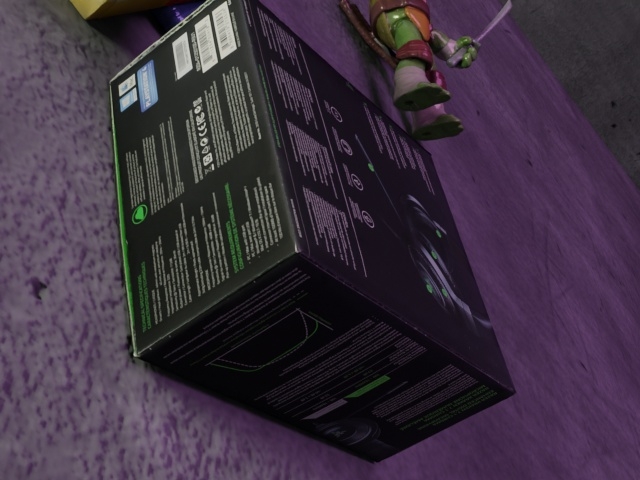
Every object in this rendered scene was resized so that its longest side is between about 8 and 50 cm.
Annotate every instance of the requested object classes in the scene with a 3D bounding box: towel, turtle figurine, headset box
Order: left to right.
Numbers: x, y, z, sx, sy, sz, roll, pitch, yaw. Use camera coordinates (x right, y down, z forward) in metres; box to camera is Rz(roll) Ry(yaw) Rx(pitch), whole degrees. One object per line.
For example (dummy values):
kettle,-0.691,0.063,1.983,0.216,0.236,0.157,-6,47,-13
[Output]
towel,-0.144,-0.229,0.837,0.119,0.029,0.067,55,29,-9
headset box,0.000,0.000,0.707,0.283,0.131,0.246,33,33,-45
turtle figurine,0.172,-0.284,1.281,0.275,0.198,0.266,4,67,-12

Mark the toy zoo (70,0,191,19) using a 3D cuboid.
toy zoo,-0.160,-0.283,0.797,0.293,0.030,0.192,-31,92,-51
